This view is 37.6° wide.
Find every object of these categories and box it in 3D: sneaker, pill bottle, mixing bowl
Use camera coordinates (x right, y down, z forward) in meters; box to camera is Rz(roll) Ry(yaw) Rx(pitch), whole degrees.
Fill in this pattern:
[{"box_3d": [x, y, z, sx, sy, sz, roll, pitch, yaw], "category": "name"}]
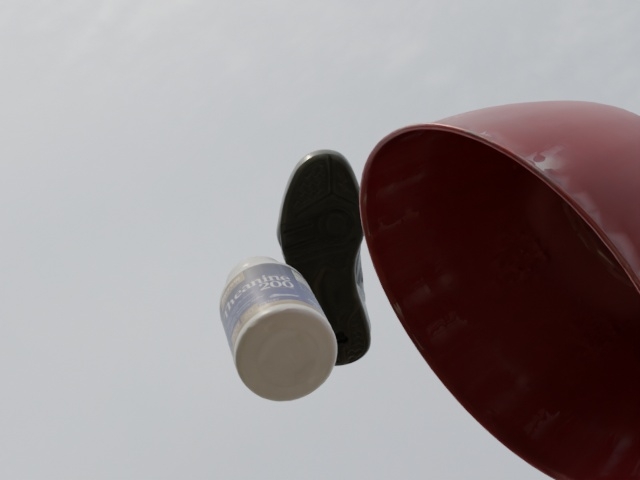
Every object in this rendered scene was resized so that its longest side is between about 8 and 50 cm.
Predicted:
[{"box_3d": [0.000, 0.000, 0.933, 0.087, 0.130, 0.228, -13, -57, -5], "category": "sneaker"}, {"box_3d": [-0.033, 0.053, 0.640, 0.067, 0.120, 0.067, -4, -70, -12], "category": "pill bottle"}, {"box_3d": [0.112, 0.010, 0.409, 0.098, 0.181, 0.182, -32, -78, -22], "category": "mixing bowl"}]
